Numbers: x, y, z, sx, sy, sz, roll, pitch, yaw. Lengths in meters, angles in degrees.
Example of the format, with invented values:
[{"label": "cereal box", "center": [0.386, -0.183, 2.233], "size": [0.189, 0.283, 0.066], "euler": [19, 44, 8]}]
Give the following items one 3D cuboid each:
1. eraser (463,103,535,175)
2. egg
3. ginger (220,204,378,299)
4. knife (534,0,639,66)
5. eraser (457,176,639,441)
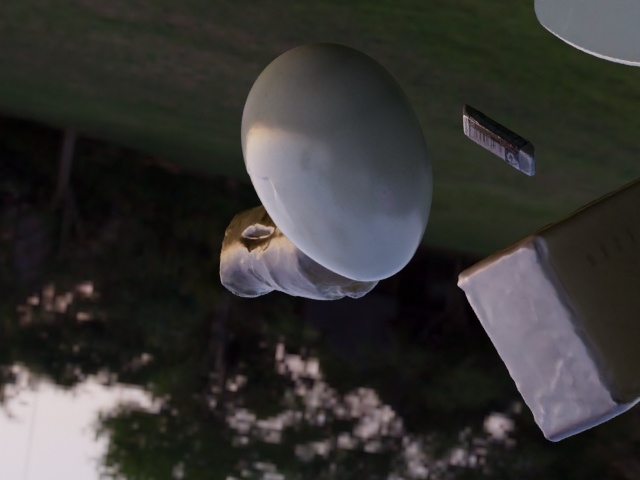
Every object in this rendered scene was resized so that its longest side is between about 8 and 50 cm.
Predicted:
[{"label": "eraser", "center": [0.160, -0.091, 1.329], "size": [0.019, 0.027, 0.099], "euler": [-33, -133, -24]}, {"label": "egg", "center": [0.017, -0.065, 1.258], "size": [0.151, 0.209, 0.151], "euler": [-21, -176, 2]}, {"label": "ginger", "center": [0.000, 0.000, 1.443], "size": [0.116, 0.109, 0.263], "euler": [40, 149, -22]}, {"label": "knife", "center": [0.103, -0.119, 0.608], "size": [0.035, 0.063, 0.260], "euler": [26, -160, -29]}, {"label": "eraser", "center": [0.249, 0.030, 1.169], "size": [0.078, 0.144, 0.343], "euler": [-31, 176, 39]}]
